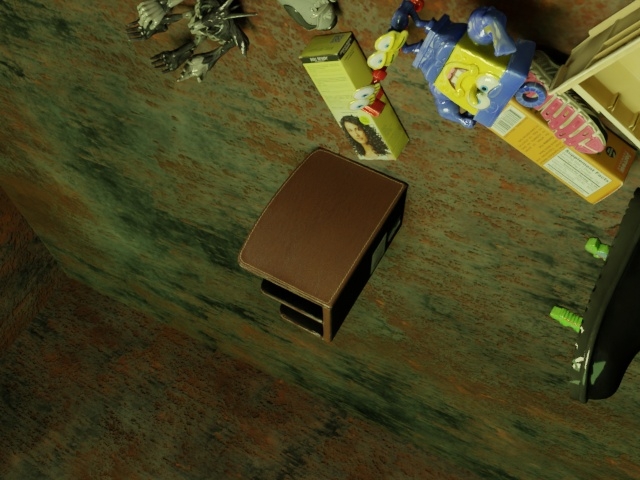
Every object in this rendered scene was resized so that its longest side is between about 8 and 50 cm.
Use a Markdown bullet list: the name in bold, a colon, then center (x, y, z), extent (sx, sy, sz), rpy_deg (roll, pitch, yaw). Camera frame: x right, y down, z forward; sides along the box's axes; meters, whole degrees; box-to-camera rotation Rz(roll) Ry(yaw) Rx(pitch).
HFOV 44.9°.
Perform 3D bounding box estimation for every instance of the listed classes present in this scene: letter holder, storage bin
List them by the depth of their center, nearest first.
- **storage bin**: center (0.451, -0.169, 0.908), extent (0.262, 0.123, 0.260), rpy_deg (39, 153, -12)
- **letter holder**: center (0.000, 0.000, 1.484), extent (0.214, 0.301, 0.152), rpy_deg (26, 153, 15)

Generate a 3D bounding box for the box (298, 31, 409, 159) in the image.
- **box**: center (0.060, -0.235, 1.296), extent (0.087, 0.058, 0.232), rpy_deg (6, 142, 43)

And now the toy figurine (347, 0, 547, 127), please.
- **toy figurine**: center (0.203, -0.256, 0.959), extent (0.217, 0.191, 0.362), rpy_deg (31, 148, 1)

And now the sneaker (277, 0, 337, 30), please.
- **sneaker**: center (0.013, -0.362, 1.124), extent (0.229, 0.086, 0.132), rpy_deg (22, 158, 42)

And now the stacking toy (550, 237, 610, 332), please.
- **stacking toy**: center (0.506, 0.096, 1.244), extent (0.221, 0.167, 0.052), rpy_deg (24, 152, 18)

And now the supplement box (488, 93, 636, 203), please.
- **supplement box**: center (0.333, -0.156, 1.111), extent (0.233, 0.078, 0.080), rpy_deg (36, 150, -7)

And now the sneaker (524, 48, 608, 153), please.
- **sneaker**: center (0.331, -0.194, 1.043), extent (0.170, 0.075, 0.063), rpy_deg (45, 155, 1)

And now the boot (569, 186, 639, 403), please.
- **boot**: center (0.521, 0.111, 1.098), extent (0.260, 0.347, 0.131), rpy_deg (23, -173, 25)

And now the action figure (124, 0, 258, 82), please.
- **action figure**: center (-0.225, -0.354, 1.322), extent (0.276, 0.141, 0.164), rpy_deg (-4, 124, 52)
